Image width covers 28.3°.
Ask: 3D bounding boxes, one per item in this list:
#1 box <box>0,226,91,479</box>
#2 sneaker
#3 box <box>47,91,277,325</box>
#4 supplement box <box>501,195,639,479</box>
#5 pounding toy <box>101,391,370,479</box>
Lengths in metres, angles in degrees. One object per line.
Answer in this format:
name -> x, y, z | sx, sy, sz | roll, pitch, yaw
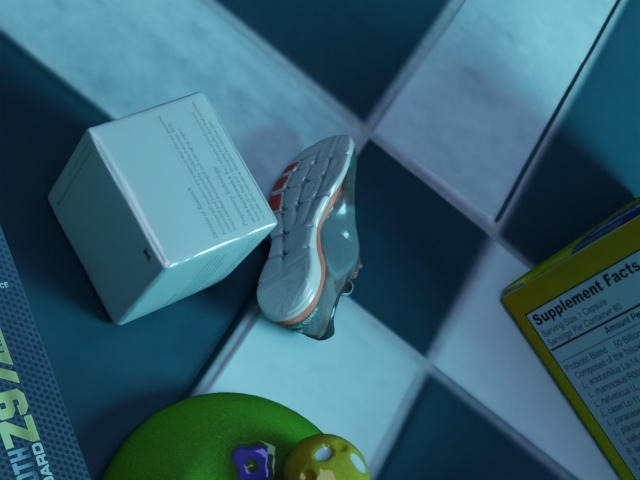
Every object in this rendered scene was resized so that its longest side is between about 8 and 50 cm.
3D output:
box -> -0.187, 0.117, 0.607 | 0.059, 0.233, 0.183 | -12, 74, -38
sneaker -> 0.000, 0.000, 0.883 | 0.065, 0.061, 0.158 | 43, 51, -39
box -> -0.101, -0.019, 0.796 | 0.087, 0.101, 0.102 | -24, 80, -34
supplement box -> 0.338, 0.113, 0.919 | 0.195, 0.194, 0.356 | -30, 85, -35
pounding toy -> -0.009, 0.178, 0.752 | 0.237, 0.110, 0.183 | 28, 58, -15
